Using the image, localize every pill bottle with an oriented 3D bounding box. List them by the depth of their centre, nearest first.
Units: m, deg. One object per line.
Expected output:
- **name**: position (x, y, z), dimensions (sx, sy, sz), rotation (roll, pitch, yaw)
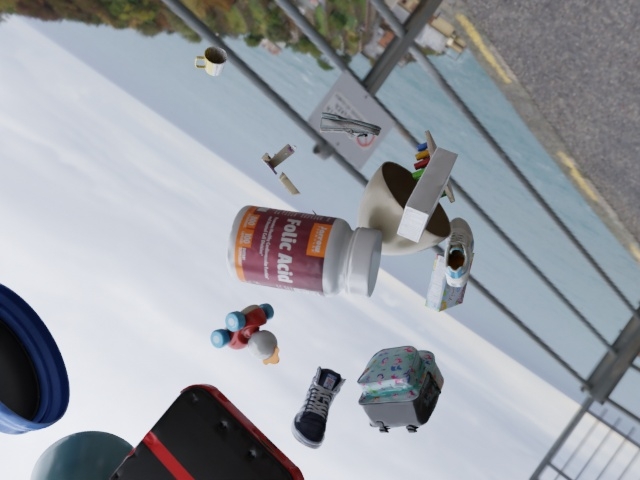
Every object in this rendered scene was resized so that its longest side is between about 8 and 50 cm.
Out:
- **pill bottle**: position (-0.040, 0.035, 1.636), dimensions (0.393, 0.223, 0.224), rotation (9, 174, 13)

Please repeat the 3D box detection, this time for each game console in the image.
- **game console**: position (-0.258, 0.550, 1.319), dimensions (0.387, 0.342, 0.060), rotation (37, 175, 25)

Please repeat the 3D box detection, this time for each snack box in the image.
- **snack box**: position (0.474, 0.143, 2.168), dimensions (0.070, 0.207, 0.175), rotation (22, -160, 39)

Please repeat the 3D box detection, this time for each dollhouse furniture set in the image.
- **dollhouse furniture set**: position (-0.072, -0.175, 1.425), dimensions (0.114, 0.081, 0.091), rotation (51, 179, -23)

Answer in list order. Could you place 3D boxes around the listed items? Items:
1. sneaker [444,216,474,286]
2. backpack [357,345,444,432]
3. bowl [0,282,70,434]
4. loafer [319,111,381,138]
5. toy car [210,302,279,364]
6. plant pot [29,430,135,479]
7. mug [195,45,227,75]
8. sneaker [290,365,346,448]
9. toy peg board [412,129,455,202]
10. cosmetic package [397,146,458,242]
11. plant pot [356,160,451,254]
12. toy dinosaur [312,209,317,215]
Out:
- **sneaker**: position (0.416, 0.021, 1.771), dimensions (0.088, 0.228, 0.092), rotation (-2, 147, 15)
- **backpack**: position (0.242, 0.422, 1.757), dimensions (0.253, 0.225, 0.191), rotation (-37, -73, -54)
- **bowl**: position (-0.739, 0.272, 1.380), dimensions (0.391, 0.077, 0.391), rotation (60, 178, 3)
- **loafer**: position (0.115, -0.438, 2.327), dimensions (0.268, 0.084, 0.096), rotation (21, -167, 29)
- **toy car**: position (-0.249, 0.386, 2.243), dimensions (0.238, 0.210, 0.219), rotation (51, -153, 19)
- **plant pot**: position (-0.589, 0.663, 1.468), dimensions (0.293, 0.293, 0.235), rotation (34, 180, -17)
- **mug**: position (-0.293, -0.483, 1.600), dimensions (0.078, 0.062, 0.064), rotation (25, 151, -5)
- **sneaker**: position (-0.001, 0.461, 1.680), dimensions (0.099, 0.153, 0.282), rotation (27, -167, 0)
- **toy peg board**: position (0.318, -0.204, 1.723), dimensions (0.161, 0.079, 0.160), rotation (51, -154, -43)
- **cosmetic package**: position (0.256, -0.114, 1.411), dimensions (0.061, 0.239, 0.098), rotation (25, 140, 10)
- **plant pot**: position (0.218, -0.064, 1.742), dimensions (0.284, 0.191, 0.284), rotation (33, -149, -23)
- **toy dinosaur**: position (0.000, 0.000, 1.898), dimensions (0.112, 0.211, 0.064), rotation (-8, -137, -40)
